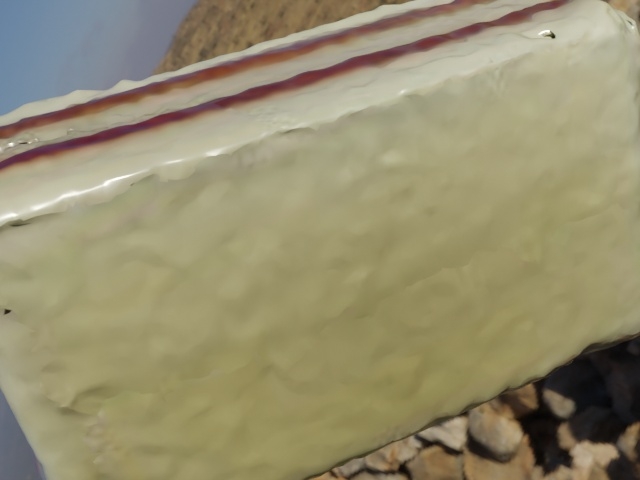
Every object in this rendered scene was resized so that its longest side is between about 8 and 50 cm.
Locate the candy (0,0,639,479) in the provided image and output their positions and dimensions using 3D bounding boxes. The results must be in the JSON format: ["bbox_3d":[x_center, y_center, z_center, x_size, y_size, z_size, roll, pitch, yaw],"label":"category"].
[{"bbox_3d":[0.000,0.000,0.443,0.135,0.321,0.179,38,143,57],"label":"candy"}]
